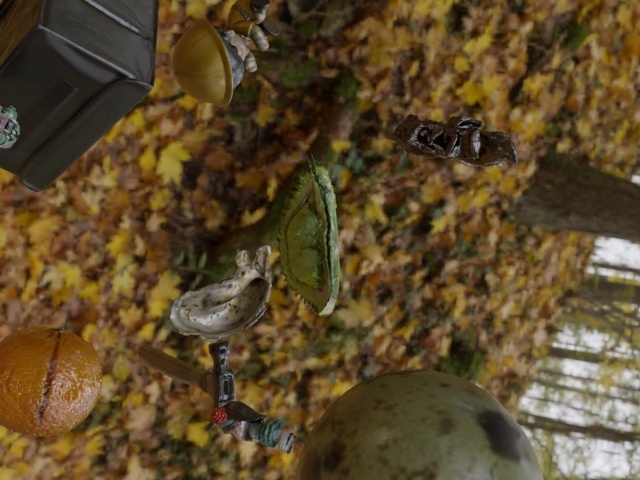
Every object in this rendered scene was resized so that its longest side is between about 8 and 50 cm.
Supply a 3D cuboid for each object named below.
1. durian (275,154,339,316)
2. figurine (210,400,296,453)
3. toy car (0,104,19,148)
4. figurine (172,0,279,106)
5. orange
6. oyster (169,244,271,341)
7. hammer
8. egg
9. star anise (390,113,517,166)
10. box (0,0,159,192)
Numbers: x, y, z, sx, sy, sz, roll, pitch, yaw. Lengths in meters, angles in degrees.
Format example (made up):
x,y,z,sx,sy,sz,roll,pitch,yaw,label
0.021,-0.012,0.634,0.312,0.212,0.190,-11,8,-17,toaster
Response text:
x,y,z,sx,sy,sz,roll,pitch,yaw,label
0.000,0.000,1.942,0.169,0.158,0.351,-23,-113,59,durian
-0.085,0.237,1.113,0.060,0.106,0.047,24,85,-73,figurine
-0.514,-0.190,1.303,0.142,0.055,0.069,38,31,-27,toy car
-0.212,-0.412,1.891,0.257,0.167,0.192,-57,171,-29,figurine
-0.435,0.215,1.374,0.193,0.193,0.161,-40,143,-75,orange
-0.082,0.040,0.706,0.038,0.083,0.080,-168,-96,-65,oyster
-0.273,0.254,1.731,0.440,0.044,0.168,5,-81,60,hammer
0.150,0.363,1.256,0.428,0.345,0.345,33,64,-55,egg
0.265,-0.195,1.691,0.214,0.220,0.099,-130,-129,-72,star anise
-0.457,-0.294,1.488,0.204,0.345,0.251,29,42,-35,box
